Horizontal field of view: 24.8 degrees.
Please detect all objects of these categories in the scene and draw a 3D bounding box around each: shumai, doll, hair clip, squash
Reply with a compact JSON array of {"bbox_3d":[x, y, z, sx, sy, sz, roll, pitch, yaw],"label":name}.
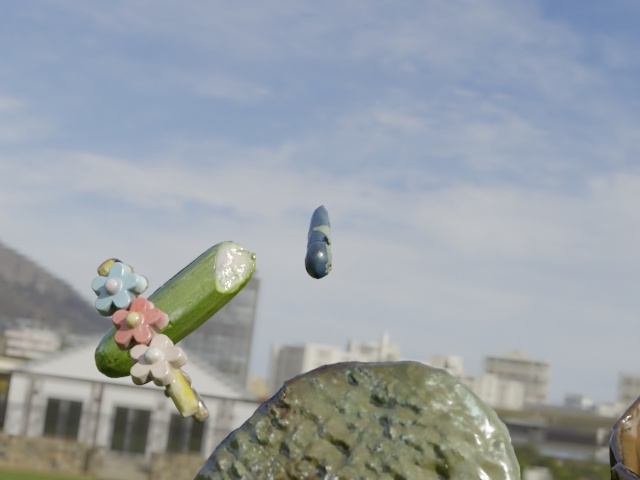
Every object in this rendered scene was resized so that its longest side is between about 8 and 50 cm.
[{"bbox_3d":[0.066,0.336,1.547,0.397,0.324,0.323,-34,-37,10],"label":"shumai"},{"bbox_3d":[0.000,0.000,1.449,0.027,0.037,0.125,1,28,2],"label":"doll"},{"bbox_3d":[-0.172,0.091,1.413,0.062,0.214,0.056,-34,-28,-3],"label":"hair clip"},{"bbox_3d":[-0.177,0.085,1.784,0.069,0.239,0.069,51,-4,5],"label":"squash"}]

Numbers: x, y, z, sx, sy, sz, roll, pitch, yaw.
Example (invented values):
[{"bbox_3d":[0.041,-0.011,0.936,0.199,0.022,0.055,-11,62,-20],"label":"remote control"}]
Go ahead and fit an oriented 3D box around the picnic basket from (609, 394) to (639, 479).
[{"bbox_3d":[0.347,0.073,0.984,0.337,0.337,0.293,11,1,-26],"label":"picnic basket"}]
